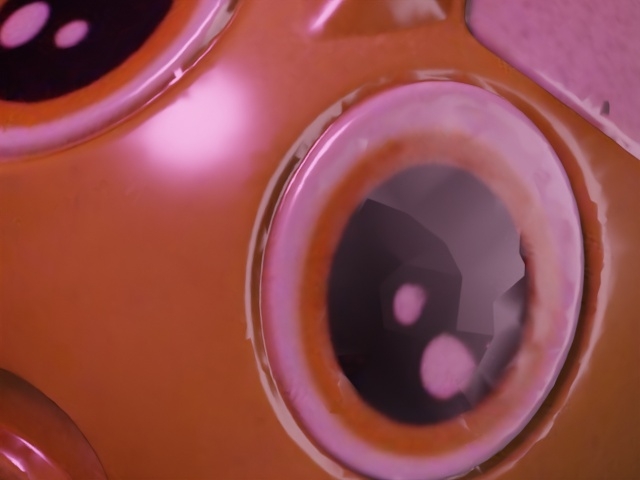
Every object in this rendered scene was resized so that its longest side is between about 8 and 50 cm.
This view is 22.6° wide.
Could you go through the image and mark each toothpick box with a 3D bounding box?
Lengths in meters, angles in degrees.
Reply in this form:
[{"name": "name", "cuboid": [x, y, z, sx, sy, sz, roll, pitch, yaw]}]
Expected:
[{"name": "toothpick box", "cuboid": [0.000, 0.000, 0.716, 0.425, 0.408, 0.409, -42, 123, -38]}]
